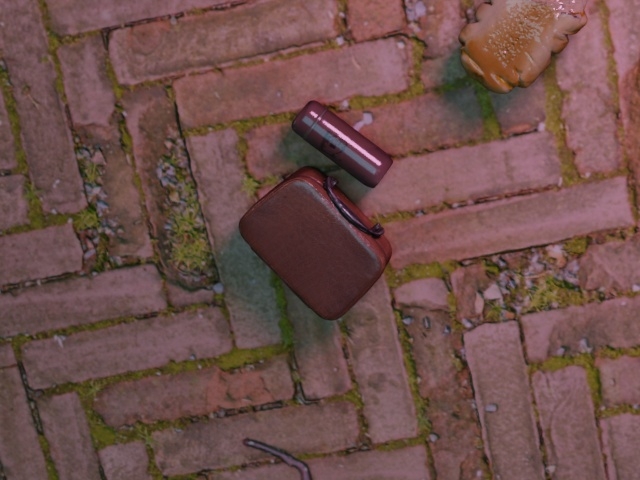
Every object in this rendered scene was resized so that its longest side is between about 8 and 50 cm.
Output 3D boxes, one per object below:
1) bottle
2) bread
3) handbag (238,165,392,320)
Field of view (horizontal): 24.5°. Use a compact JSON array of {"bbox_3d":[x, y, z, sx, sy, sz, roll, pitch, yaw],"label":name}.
[{"bbox_3d":[0.029,-0.128,1.960,0.140,0.053,0.053,37,113,0],"label":"bottle"},{"bbox_3d":[0.250,-0.268,1.838,0.119,0.084,0.177,40,114,0],"label":"bread"},{"bbox_3d":[0.000,0.000,2.004,0.151,0.072,0.193,-40,94,22],"label":"handbag"}]
